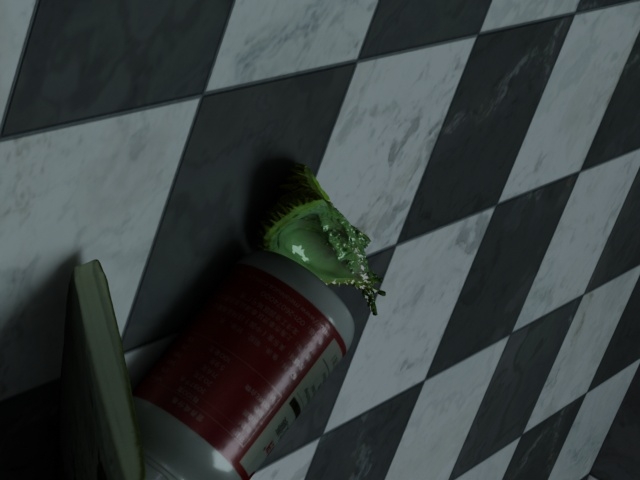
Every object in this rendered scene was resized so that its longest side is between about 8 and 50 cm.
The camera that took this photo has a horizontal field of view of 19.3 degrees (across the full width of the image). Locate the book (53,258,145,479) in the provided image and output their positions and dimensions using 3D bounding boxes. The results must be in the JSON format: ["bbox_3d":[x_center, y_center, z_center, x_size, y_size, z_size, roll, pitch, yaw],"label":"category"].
[{"bbox_3d":[-0.178,0.219,1.483,0.035,0.239,0.352,-3,132,-16],"label":"book"}]

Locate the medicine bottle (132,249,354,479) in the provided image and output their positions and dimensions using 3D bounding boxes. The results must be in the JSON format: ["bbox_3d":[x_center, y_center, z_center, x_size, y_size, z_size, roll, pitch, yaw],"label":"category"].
[{"bbox_3d":[-0.086,0.136,1.662,0.250,0.131,0.131,-52,157,-18],"label":"medicine bottle"}]

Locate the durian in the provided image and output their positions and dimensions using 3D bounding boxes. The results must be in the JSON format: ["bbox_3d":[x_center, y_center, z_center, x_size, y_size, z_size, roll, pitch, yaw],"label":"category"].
[{"bbox_3d":[0.000,0.000,1.713,0.086,0.100,0.215,-51,150,-12],"label":"durian"}]
